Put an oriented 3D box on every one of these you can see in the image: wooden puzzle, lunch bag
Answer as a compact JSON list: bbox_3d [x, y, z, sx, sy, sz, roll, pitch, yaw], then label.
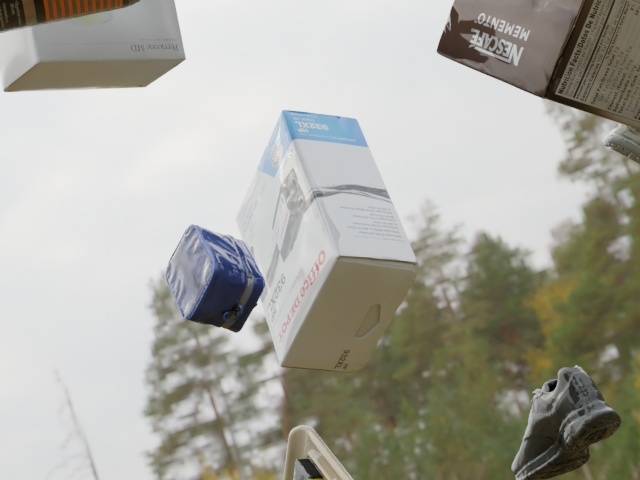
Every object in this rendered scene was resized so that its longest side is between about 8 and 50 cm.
[{"bbox_3d":[0.002,0.381,1.746,0.044,0.221,0.239,-2,20,-27],"label":"wooden puzzle"},{"bbox_3d":[-0.091,0.037,1.254,0.065,0.098,0.067,16,-63,-32],"label":"lunch bag"}]

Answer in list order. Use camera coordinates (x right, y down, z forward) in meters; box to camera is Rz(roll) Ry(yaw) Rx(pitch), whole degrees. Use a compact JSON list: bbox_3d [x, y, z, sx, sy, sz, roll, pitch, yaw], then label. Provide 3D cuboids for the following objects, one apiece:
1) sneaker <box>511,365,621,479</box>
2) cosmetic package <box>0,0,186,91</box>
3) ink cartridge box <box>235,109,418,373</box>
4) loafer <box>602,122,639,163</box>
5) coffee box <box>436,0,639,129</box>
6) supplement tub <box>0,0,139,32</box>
[{"bbox_3d":[0.384,0.300,2.230,0.109,0.130,0.286,-8,-30,-27],"label":"sneaker"},{"bbox_3d":[-0.329,-0.331,1.896,0.224,0.224,0.138,-7,-7,-35],"label":"cosmetic package"},{"bbox_3d":[0.000,0.000,1.941,0.129,0.307,0.223,6,-49,-26],"label":"ink cartridge box"},{"bbox_3d":[0.462,-0.151,1.888,0.251,0.094,0.087,-12,-50,-62],"label":"loafer"},{"bbox_3d":[0.284,-0.177,1.314,0.297,0.168,0.119,12,-75,-35],"label":"coffee box"},{"bbox_3d":[-0.316,-0.337,1.529,0.316,0.193,0.193,-14,-16,-13],"label":"supplement tub"}]
